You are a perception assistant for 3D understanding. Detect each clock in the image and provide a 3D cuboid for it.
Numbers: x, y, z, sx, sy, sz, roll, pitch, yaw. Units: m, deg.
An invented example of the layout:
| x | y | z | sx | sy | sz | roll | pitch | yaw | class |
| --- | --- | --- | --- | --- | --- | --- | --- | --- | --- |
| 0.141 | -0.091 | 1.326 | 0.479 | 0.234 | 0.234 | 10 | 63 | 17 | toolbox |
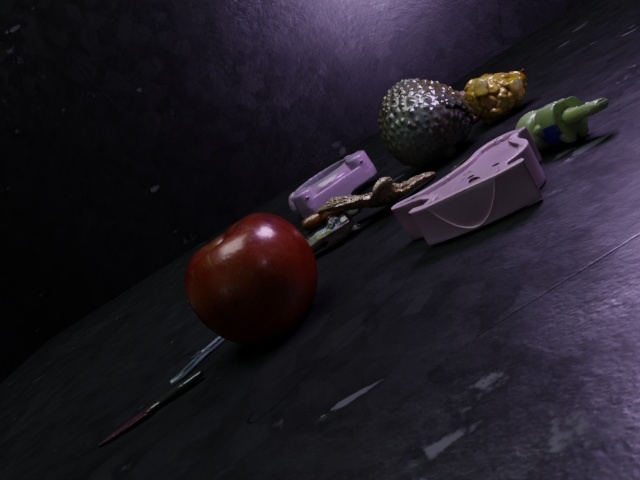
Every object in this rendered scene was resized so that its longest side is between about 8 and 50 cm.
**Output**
| x | y | z | sx | sy | sz | roll | pitch | yaw | class |
| --- | --- | --- | --- | --- | --- | --- | --- | --- | --- |
| 0.027 | -0.179 | 2.303 | 0.295 | 0.113 | 0.322 | -35 | 10 | -8 | clock |
| 0.274 | -0.093 | 1.273 | 0.290 | 0.080 | 0.275 | -26 | 12 | 30 | clock |

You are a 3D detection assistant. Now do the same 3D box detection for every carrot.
| x | y | z | sx | sy | sz | roll | pitch | yaw | class |
| --- | --- | --- | --- | --- | --- | --- | --- | --- | --- |
| 0.030 | -0.084 | 2.064 | 0.191 | 0.047 | 0.047 | -27 | 11 | 7 | carrot |

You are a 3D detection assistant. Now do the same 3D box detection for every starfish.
| x | y | z | sx | sy | sz | roll | pitch | yaw | class |
| --- | --- | --- | --- | --- | --- | --- | --- | --- | --- |
| 0.149 | -0.113 | 1.729 | 0.302 | 0.060 | 0.299 | -17 | -4 | -28 | starfish |

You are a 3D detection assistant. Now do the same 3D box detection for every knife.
| x | y | z | sx | sy | sz | roll | pitch | yaw | class |
| --- | --- | --- | --- | --- | --- | --- | --- | --- | --- |
| -0.328 | 0.328 | 1.317 | 0.247 | 0.018 | 0.035 | -36 | 14 | -2 | knife |
| -0.249 | 0.242 | 1.468 | 0.028 | 0.015 | 0.210 | -30 | 9 | 47 | knife |

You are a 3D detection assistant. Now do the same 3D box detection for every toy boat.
| x | y | z | sx | sy | sz | roll | pitch | yaw | class |
| --- | --- | --- | --- | --- | --- | --- | --- | --- | --- |
| 0.000 | 0.000 | 1.707 | 0.210 | 0.066 | 0.084 | -35 | -16 | 11 | toy boat |

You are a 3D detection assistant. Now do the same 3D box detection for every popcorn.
| x | y | z | sx | sy | sz | roll | pitch | yaw | class |
| --- | --- | --- | --- | --- | --- | --- | --- | --- | --- |
| 0.486 | -0.404 | 1.923 | 0.163 | 0.140 | 0.194 | -30 | 18 | -31 | popcorn |

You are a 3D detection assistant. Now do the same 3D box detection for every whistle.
| x | y | z | sx | sy | sz | roll | pitch | yaw | class |
| --- | --- | --- | --- | --- | --- | --- | --- | --- | --- |
| 0.456 | -0.224 | 1.305 | 0.105 | 0.085 | 0.227 | -25 | 3 | -26 | whistle |

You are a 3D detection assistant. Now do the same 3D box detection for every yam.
| x | y | z | sx | sy | sz | roll | pitch | yaw | class |
| --- | --- | --- | --- | --- | --- | --- | --- | --- | --- |
| 0.094 | -0.102 | 1.943 | 0.043 | 0.043 | 0.094 | -30 | 10 | 18 | yam |

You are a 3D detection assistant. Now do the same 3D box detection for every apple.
| x | y | z | sx | sy | sz | roll | pitch | yaw | class |
| --- | --- | --- | --- | --- | --- | --- | --- | --- | --- |
| -0.135 | 0.080 | 1.320 | 0.260 | 0.216 | 0.260 | -32 | 12 | 8 | apple |

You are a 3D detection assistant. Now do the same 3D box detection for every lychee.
| x | y | z | sx | sy | sz | roll | pitch | yaw | class |
| --- | --- | --- | --- | --- | --- | --- | --- | --- | --- |
| 0.286 | -0.331 | 1.882 | 0.255 | 0.274 | 0.255 | -23 | -21 | -9 | lychee |

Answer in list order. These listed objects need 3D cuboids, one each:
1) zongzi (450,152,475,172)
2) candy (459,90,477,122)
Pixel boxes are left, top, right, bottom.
| x | y | z | sx | sy | sz | roll | pitch | yaw | class |
| --- | --- | --- | --- | --- | --- | --- | --- | --- | --- |
| 0.351 | -0.166 | 1.484 | 0.113 | 0.052 | 0.104 | -24 | -2 | -31 | zongzi |
| 0.408 | -0.394 | 2.194 | 0.255 | 0.094 | 0.255 | -32 | 11 | 7 | candy |
